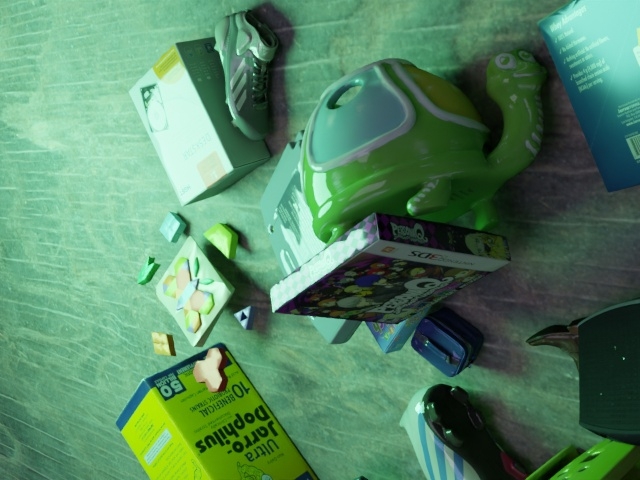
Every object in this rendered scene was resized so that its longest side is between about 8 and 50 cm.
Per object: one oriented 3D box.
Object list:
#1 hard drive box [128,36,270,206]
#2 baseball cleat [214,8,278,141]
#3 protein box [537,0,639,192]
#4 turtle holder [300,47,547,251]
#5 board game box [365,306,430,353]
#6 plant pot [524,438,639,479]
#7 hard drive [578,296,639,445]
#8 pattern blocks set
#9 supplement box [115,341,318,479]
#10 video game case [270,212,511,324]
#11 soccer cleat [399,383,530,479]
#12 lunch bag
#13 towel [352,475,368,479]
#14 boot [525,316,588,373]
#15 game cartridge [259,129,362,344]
[{"bbox_3d":[-0.211,-0.203,1.469,0.181,0.089,0.232,-29,86,47],"label":"hard drive box"},{"bbox_3d":[-0.108,-0.263,1.357,0.109,0.072,0.206,-10,103,39],"label":"baseball cleat"},{"bbox_3d":[0.356,-0.178,0.840,0.201,0.136,0.200,67,162,0],"label":"protein box"},{"bbox_3d":[0.113,-0.119,1.081,0.320,0.243,0.227,-37,63,50],"label":"turtle holder"},{"bbox_3d":[0.089,0.037,1.273,0.211,0.039,0.160,59,139,32],"label":"board game box"},{"bbox_3d":[0.357,0.377,1.062,0.207,0.227,0.228,-29,85,52],"label":"plant pot"},{"bbox_3d":[0.367,0.144,0.953,0.255,0.054,0.172,135,140,-73],"label":"hard drive"},{"bbox_3d":[-0.237,0.099,1.580,0.325,0.026,0.285,31,102,40],"label":"pattern blocks set"},{"bbox_3d":[-0.199,0.413,1.635,0.356,0.194,0.195,52,135,15],"label":"supplement box"},{"bbox_3d":[0.084,0.043,1.069,0.232,0.210,0.042,-36,53,46],"label":"video game case"},{"bbox_3d":[0.238,0.366,1.264,0.331,0.116,0.143,58,148,15],"label":"soccer cleat"},{"bbox_3d":[0.185,0.153,1.244,0.098,0.065,0.067,37,129,29],"label":"lunch bag"},{"bbox_3d":[0.067,0.578,1.508,0.271,0.040,0.370,43,134,1],"label":"towel"},{"bbox_3d":[0.337,0.166,1.127,0.106,0.037,0.114,-24,94,49],"label":"boot"},{"bbox_3d":[0.000,0.000,1.318,0.297,0.062,0.198,63,145,30],"label":"game cartridge"}]
